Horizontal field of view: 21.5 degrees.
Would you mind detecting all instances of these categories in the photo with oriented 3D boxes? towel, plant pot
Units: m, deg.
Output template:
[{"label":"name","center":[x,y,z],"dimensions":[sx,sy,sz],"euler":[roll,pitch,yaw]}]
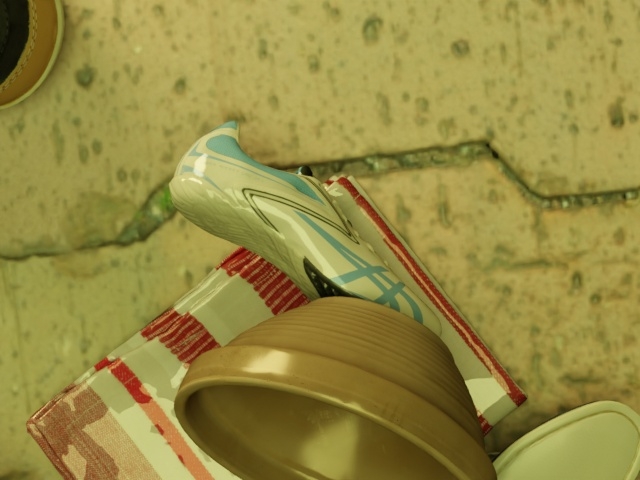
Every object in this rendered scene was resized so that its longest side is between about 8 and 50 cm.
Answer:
[{"label":"towel","center":[-0.037,0.135,1.318],"dimensions":[0.329,0.037,0.237],"euler":[-39,92,6]},{"label":"plant pot","center":[0.022,0.116,1.212],"dimensions":[0.237,0.237,0.110],"euler":[21,63,2]}]

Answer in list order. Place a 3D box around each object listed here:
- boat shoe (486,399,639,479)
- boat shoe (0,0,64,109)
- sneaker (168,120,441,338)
[{"label":"boat shoe","center":[0.145,0.213,1.289],"dimensions":[0.095,0.079,0.254],"euler":[40,99,-2]},{"label":"boat shoe","center":[-0.435,-0.235,1.260],"dimensions":[0.500,0.156,0.187],"euler":[24,98,3]},{"label":"sneaker","center":[0.000,0.000,1.250],"dimensions":[0.237,0.085,0.086],"euler":[37,68,-9]}]
